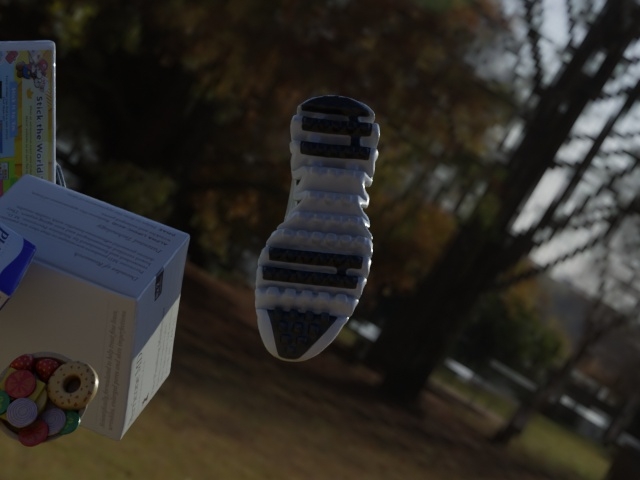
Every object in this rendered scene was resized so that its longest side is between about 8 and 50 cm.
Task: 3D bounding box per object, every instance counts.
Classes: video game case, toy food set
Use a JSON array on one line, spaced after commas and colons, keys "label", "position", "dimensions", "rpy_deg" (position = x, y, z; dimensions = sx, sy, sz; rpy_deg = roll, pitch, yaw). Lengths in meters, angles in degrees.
[{"label": "video game case", "position": [-0.358, -0.090, 1.870], "dimensions": [0.026, 0.227, 0.206], "rpy_deg": [9, 12, 42]}, {"label": "toy food set", "position": [-0.224, 0.125, 1.456], "dimensions": [0.083, 0.082, 0.020], "rpy_deg": [22, -25, 17]}]

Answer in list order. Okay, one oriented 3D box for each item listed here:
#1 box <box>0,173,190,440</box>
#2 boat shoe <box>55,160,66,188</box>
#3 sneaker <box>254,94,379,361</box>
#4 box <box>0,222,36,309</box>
[{"label": "box", "position": [-0.234, 0.062, 1.714], "dimensions": [0.182, 0.181, 0.119], "rpy_deg": [21, 38, 12]}, {"label": "boat shoe", "position": [-0.343, 0.031, 2.246], "dimensions": [0.113, 0.306, 0.105], "rpy_deg": [4, -19, -17]}, {"label": "sneaker", "position": [0.000, 0.000, 1.839], "dimensions": [0.110, 0.292, 0.118], "rpy_deg": [12, -30, 2]}, {"label": "box", "position": [-0.340, 0.025, 1.585], "dimensions": [0.137, 0.126, 0.072], "rpy_deg": [35, 39, -12]}]
